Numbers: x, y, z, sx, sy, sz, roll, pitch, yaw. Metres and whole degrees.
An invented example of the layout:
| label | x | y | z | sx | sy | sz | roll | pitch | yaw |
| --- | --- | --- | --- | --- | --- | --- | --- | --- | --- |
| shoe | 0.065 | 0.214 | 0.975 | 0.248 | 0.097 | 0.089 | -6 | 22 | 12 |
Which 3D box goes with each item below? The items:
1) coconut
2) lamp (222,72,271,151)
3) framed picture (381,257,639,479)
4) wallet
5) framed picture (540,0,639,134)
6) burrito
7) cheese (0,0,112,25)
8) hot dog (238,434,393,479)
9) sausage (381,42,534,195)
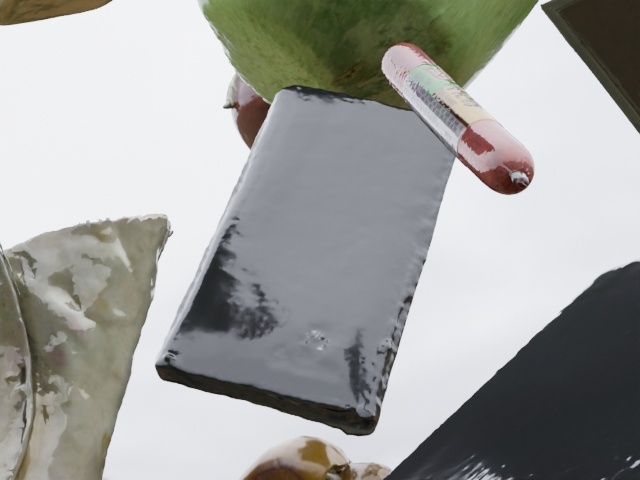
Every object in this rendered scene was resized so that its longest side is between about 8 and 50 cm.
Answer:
| label | x | y | z | sx | sy | sz | roll | pitch | yaw |
| --- | --- | --- | --- | --- | --- | --- | --- | --- | --- |
| coconut | 0.053 | -0.256 | 1.422 | 0.328 | 0.328 | 0.281 | 7 | 3 | -36 |
| lamp | -0.027 | -0.118 | 1.834 | 0.215 | 0.223 | 0.151 | -27 | -32 | 20 |
| framed picture | 0.132 | 0.064 | 0.763 | 0.255 | 0.014 | 0.339 | -25 | 9 | 48 |
| wallet | 0.000 | 0.000 | 1.166 | 0.146 | 0.285 | 0.030 | 11 | -42 | 11 |
| framed picture | 0.365 | -0.178 | 1.741 | 0.197 | 0.014 | 0.252 | -24 | -66 | 45 |
| burrito | -0.108 | 0.096 | 0.525 | 0.087 | 0.226 | 0.060 | 7 | -12 | 22 |
| cheese | -0.188 | -0.309 | 1.120 | 0.124 | 0.265 | 0.242 | -23 | -13 | -40 |
| hot dog | -0.006 | 0.171 | 1.143 | 0.060 | 0.089 | 0.140 | -9 | -25 | -31 |
| sausage | 0.072 | -0.070 | 0.960 | 0.029 | 0.029 | 0.223 | -1 | 23 | -15 |
